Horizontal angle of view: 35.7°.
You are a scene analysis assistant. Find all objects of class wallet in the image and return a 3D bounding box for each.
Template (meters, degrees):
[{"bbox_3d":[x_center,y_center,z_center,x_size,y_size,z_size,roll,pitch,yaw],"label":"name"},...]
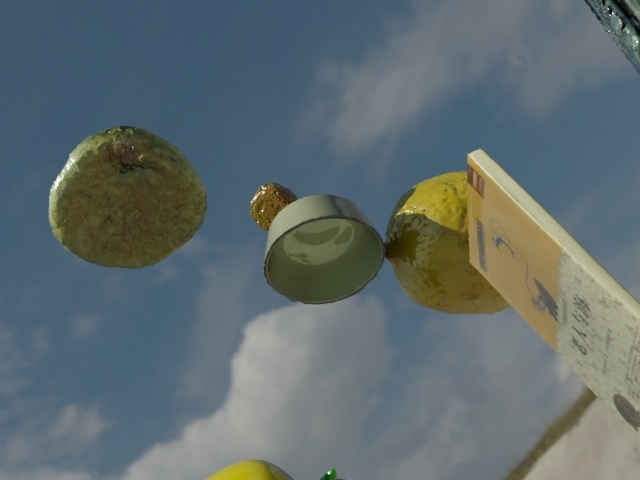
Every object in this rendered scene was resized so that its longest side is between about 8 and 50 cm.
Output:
[{"bbox_3d":[0.417,-0.337,1.410,0.075,0.342,0.237,-34,-38,15],"label":"wallet"}]

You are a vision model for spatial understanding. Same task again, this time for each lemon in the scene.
[{"bbox_3d":[0.267,0.005,1.777,0.322,0.268,0.268,5,-50,-13],"label":"lemon"}]

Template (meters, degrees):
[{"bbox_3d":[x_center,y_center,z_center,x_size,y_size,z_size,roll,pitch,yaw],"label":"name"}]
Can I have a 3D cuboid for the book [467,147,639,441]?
[{"bbox_3d":[0.316,0.081,1.270,0.032,0.389,0.269,-32,-34,-13],"label":"book"}]

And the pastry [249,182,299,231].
[{"bbox_3d":[-0.090,-0.064,1.974,0.057,0.097,0.109,-67,-23,-65],"label":"pastry"}]

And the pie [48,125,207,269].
[{"bbox_3d":[-0.341,-0.068,1.765,0.277,0.078,0.277,-4,-60,-7],"label":"pie"}]

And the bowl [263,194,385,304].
[{"bbox_3d":[0.000,0.000,1.699,0.211,0.112,0.211,-6,-44,-6],"label":"bowl"}]

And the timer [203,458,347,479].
[{"bbox_3d":[-0.064,0.456,1.587,0.285,0.285,0.285,-29,-35,-22],"label":"timer"}]
